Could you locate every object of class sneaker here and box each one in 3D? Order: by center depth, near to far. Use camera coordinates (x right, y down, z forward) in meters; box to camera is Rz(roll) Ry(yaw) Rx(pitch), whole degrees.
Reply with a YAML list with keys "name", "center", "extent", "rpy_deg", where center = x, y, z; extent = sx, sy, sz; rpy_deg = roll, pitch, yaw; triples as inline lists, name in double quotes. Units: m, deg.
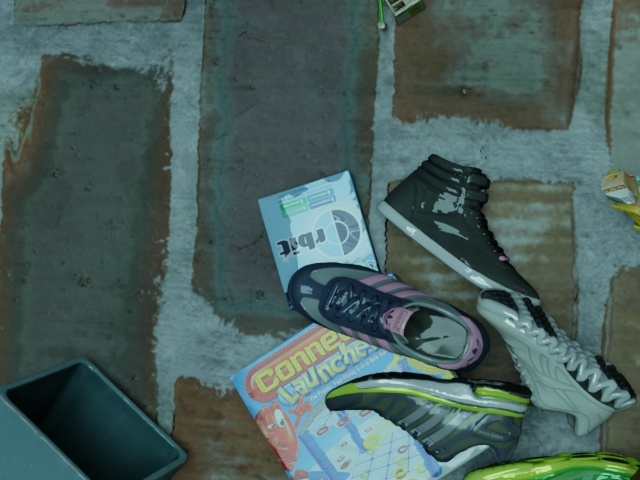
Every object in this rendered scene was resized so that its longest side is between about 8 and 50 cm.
- name: "sneaker"
  center: [0.151, 0.257, 1.754]
  extent: [0.299, 0.111, 0.121]
  rpy_deg: [4, 89, 13]
- name: "sneaker"
  center: [0.094, 0.103, 1.766]
  extent: [0.318, 0.131, 0.112]
  rpy_deg: [17, 87, 12]
- name: "sneaker"
  center: [0.329, 0.182, 1.780]
  extent: [0.292, 0.110, 0.118]
  rpy_deg: [39, 108, -15]
- name: "sneaker"
  center: [0.360, 0.381, 1.796]
  extent: [0.295, 0.109, 0.124]
  rpy_deg: [-10, 84, 18]
- name: "sneaker"
  center: [0.240, -0.023, 1.854]
  extent: [0.295, 0.104, 0.147]
  rpy_deg: [37, 97, 16]

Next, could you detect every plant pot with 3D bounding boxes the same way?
- name: "plant pot"
  center: [-0.410, 0.371, 1.871]
  extent: [0.247, 0.248, 0.252]
  rpy_deg: [42, 108, 11]

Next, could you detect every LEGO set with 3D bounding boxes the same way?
- name: "LEGO set"
  center: [0.534, -0.054, 1.792]
  extent: [0.287, 0.132, 0.107]
  rpy_deg: [27, 83, -10]

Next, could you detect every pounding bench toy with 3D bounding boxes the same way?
- name: "pounding bench toy"
  center: [0.115, -0.384, 1.944]
  extent: [0.083, 0.052, 0.065]
  rpy_deg: [-32, 79, 6]

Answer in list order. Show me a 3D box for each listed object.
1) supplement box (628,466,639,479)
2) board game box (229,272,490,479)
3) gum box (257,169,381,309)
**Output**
- name: "supplement box"
  center: [0.567, 0.325, 1.610]
  extent: [0.195, 0.356, 0.194]
  rpy_deg: [-39, 78, 26]
- name: "board game box"
  center: [0.068, 0.258, 1.866]
  extent: [0.308, 0.086, 0.302]
  rpy_deg: [-34, 79, 5]
- name: "gum box"
  center: [0.000, 0.000, 1.929]
  extent: [0.156, 0.041, 0.185]
  rpy_deg: [-17, 82, 8]
